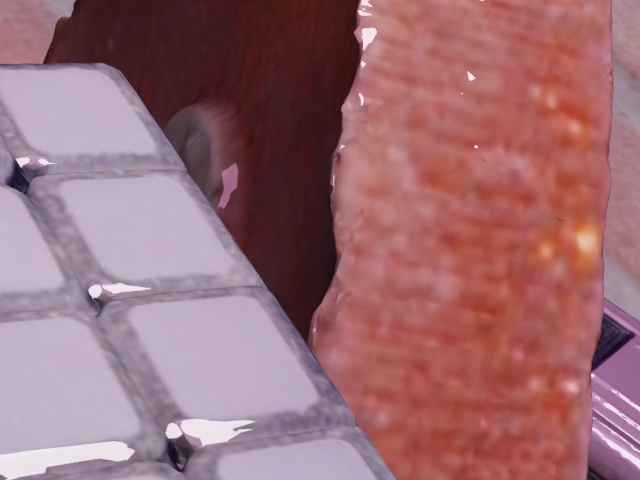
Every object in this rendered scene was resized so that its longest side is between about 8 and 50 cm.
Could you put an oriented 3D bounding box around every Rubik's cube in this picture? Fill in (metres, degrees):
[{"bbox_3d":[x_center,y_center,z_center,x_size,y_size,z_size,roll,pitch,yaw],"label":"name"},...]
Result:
[{"bbox_3d":[-0.128,0.116,0.384,0.238,0.237,0.237,-5,42,-34],"label":"Rubik's cube"}]

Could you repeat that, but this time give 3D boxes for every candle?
[{"bbox_3d":[0.000,0.000,0.573,0.131,0.287,0.317,8,34,-26],"label":"candle"}]

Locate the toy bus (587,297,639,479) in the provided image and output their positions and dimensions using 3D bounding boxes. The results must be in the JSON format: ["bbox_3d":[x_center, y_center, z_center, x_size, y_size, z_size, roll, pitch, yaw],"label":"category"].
[{"bbox_3d":[0.125,0.102,0.643,0.199,0.108,0.096,36,38,20],"label":"toy bus"}]
